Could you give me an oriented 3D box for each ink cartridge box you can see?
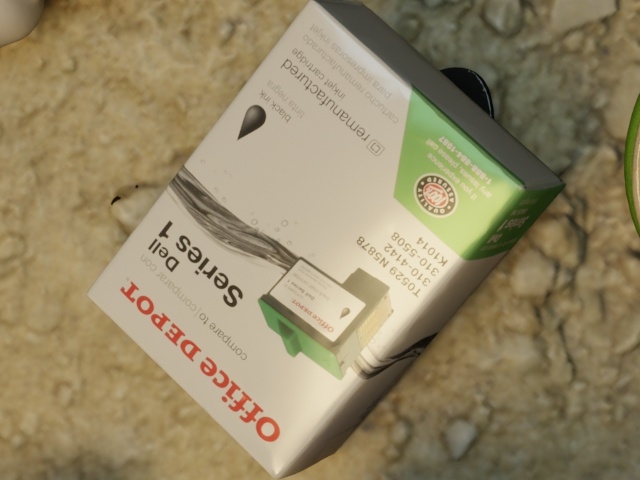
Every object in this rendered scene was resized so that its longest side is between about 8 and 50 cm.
[{"bbox_3d":[0.000,0.000,1.002,0.160,0.092,0.219,42,108,13],"label":"ink cartridge box"}]

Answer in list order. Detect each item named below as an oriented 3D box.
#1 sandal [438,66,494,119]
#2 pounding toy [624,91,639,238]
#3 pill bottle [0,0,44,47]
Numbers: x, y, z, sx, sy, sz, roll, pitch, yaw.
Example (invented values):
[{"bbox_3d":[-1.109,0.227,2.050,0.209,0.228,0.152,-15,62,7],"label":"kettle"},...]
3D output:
[{"bbox_3d":[0.028,-0.034,1.054,0.179,0.040,0.067,-38,76,6],"label":"sandal"},{"bbox_3d":[0.250,-0.030,0.989,0.183,0.110,0.237,-32,107,-4],"label":"pounding toy"},{"bbox_3d":[-0.243,-0.165,1.089,0.222,0.124,0.124,-16,80,9],"label":"pill bottle"}]
